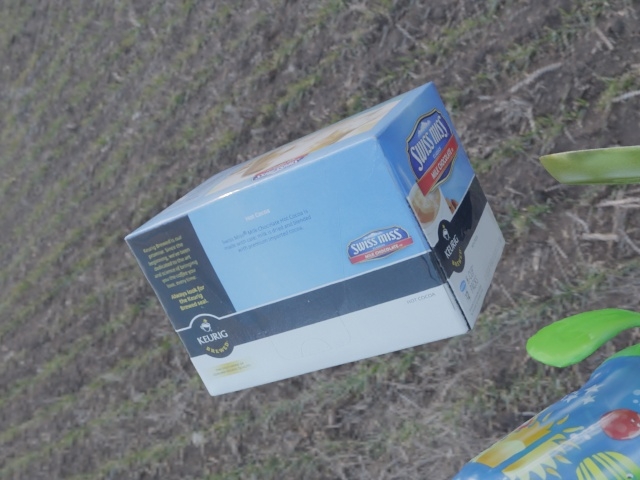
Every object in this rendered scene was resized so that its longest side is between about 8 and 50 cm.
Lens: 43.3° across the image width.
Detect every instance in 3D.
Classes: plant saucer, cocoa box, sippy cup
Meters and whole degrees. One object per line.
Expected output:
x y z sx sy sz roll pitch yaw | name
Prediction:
0.392 -0.090 0.985 0.241 0.241 0.037 0 93 52 | plant saucer
0.000 0.000 0.947 0.347 0.231 0.227 -19 105 30 | cocoa box
0.238 0.229 0.673 0.305 0.224 0.240 65 160 19 | sippy cup
